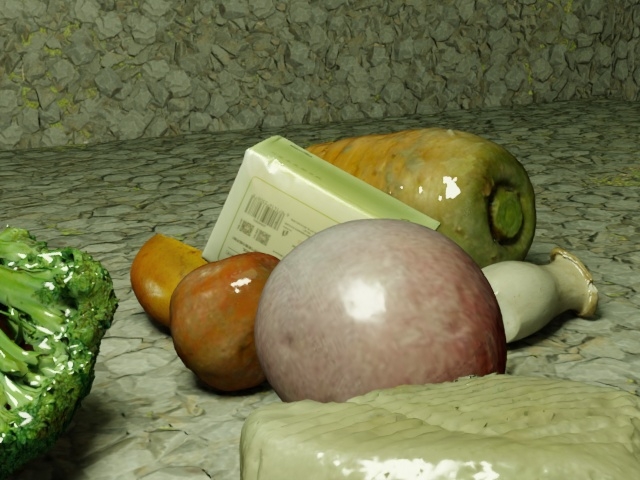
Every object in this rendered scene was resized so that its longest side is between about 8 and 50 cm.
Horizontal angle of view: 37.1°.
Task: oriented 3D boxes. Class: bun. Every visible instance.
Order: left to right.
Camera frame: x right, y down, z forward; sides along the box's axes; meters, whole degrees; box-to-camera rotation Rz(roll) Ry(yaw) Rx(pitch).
[{"bbox_3d":[0.090,0.188,0.530,0.282,0.204,0.281,-5,2,0],"label":"bun"}]

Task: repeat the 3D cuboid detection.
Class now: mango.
[{"bbox_3d":[-0.152,0.064,1.183,0.141,0.102,0.217,18,2,-45],"label":"mango"}]

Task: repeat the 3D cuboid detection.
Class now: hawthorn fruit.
[{"bbox_3d":[-0.080,0.067,1.019,0.149,0.189,0.149,34,1,0],"label":"hawthorn fruit"}]

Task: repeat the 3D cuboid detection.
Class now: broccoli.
[{"bbox_3d":[-0.329,0.087,0.836,0.308,0.275,0.307,-2,43,2],"label":"broccoli"}]

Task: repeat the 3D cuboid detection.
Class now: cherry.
[{"bbox_3d":[0.064,0.086,0.873,0.239,0.206,0.239,6,6,-1],"label":"cherry"}]

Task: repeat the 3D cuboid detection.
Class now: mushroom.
[{"bbox_3d":[0.249,0.066,1.139,0.213,0.088,0.097,-6,25,-36],"label":"mushroom"}]

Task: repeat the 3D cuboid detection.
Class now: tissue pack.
[{"bbox_3d":[0.000,0.000,1.119,0.234,0.159,0.125,29,20,9],"label":"tissue pack"}]

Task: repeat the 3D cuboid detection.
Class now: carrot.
[{"bbox_3d":[0.118,-0.040,1.303,0.341,0.224,0.224,3,15,44],"label":"carrot"}]
